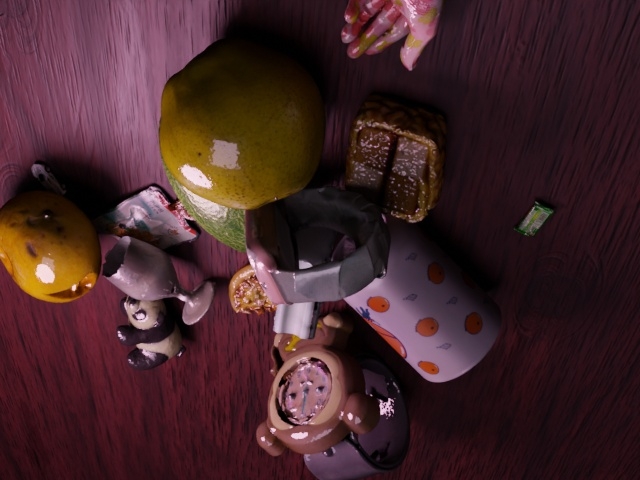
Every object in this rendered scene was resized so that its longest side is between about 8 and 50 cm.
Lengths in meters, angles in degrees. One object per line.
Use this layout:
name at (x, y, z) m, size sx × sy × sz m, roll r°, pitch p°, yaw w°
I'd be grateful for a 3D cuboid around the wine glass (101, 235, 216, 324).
wine glass at (-0.360, 0.089, 1.903) m, size 0.241 × 0.126 × 0.126 m, roll 33°, pitch 137°, yaw -30°

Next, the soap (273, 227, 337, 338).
soap at (-0.031, 0.080, 1.783) m, size 0.094 × 0.150 × 0.261 m, roll 13°, pitch 136°, yaw 3°

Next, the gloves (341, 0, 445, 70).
gloves at (0.119, -0.360, 1.316) m, size 0.145 × 0.126 × 0.241 m, roll 23°, pitch 166°, yaw -10°

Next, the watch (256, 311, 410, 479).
watch at (0.061, 0.376, 1.971) m, size 0.314 × 0.335 × 0.327 m, roll -23°, pitch 141°, yaw 30°

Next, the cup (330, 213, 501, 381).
cup at (0.179, 0.100, 1.684) m, size 0.212 × 0.212 × 0.317 m, roll -27°, pitch 118°, yaw 38°

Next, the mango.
mango at (-0.609, 0.012, 1.886) m, size 0.365 × 0.182 × 0.253 m, roll 0°, pitch 115°, yaw 59°

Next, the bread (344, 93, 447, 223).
bread at (0.137, -0.146, 1.531) m, size 0.181 × 0.096 × 0.222 m, roll 15°, pitch 136°, yaw 11°

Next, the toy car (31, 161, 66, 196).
toy car at (-0.599, -0.132, 1.873) m, size 0.041 × 0.025 × 0.093 m, roll -16°, pitch 126°, yaw 31°

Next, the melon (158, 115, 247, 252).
melon at (-0.198, -0.122, 1.664) m, size 0.196 × 0.124 × 0.323 m, roll -31°, pitch 119°, yaw 32°

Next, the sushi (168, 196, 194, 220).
sushi at (-0.255, -0.075, 1.786) m, size 0.120 × 0.052 × 0.055 m, roll 11°, pitch 151°, yaw 13°

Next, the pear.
pear at (-0.131, -0.191, 1.458) m, size 0.294 × 0.294 × 0.294 m, roll 11°, pitch 136°, yaw 10°

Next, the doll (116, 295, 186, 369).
doll at (-0.420, 0.208, 2.078) m, size 0.135 × 0.143 × 0.234 m, roll -14°, pitch 130°, yaw 1°

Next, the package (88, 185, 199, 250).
package at (-0.398, -0.027, 1.895) m, size 0.232 × 0.040 × 0.166 m, roll -18°, pitch 126°, yaw 31°

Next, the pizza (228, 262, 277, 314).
pizza at (-0.144, 0.118, 1.939) m, size 0.134 × 0.046 × 0.175 m, roll 19°, pitch 137°, yaw 2°

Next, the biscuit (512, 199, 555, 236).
biscuit at (0.401, -0.039, 1.598) m, size 0.046 × 0.016 × 0.089 m, roll 25°, pitch 136°, yaw -2°

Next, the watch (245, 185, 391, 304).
watch at (0.000, 0.000, 1.527) m, size 0.241 × 0.253 × 0.162 m, roll -18°, pitch 131°, yaw 9°
